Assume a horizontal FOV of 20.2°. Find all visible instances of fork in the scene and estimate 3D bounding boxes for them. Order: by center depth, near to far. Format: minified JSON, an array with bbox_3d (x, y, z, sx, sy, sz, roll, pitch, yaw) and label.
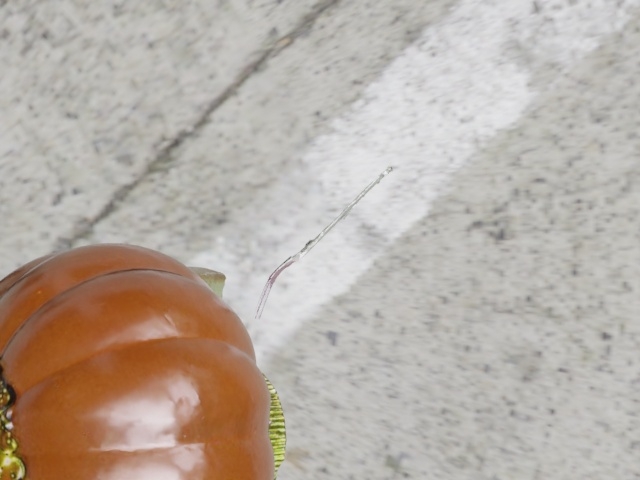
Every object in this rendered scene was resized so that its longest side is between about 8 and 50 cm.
[{"bbox_3d":[-0.001,-0.001,1.014,0.012,0.016,0.115,43,93,1],"label":"fork"}]

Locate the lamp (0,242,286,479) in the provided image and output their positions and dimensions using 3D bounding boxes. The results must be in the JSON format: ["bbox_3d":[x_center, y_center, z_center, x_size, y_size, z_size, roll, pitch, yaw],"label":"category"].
[{"bbox_3d":[-0.118,0.111,0.975,0.196,0.223,0.223,-1,90,-33],"label":"lamp"}]

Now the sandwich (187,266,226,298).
[{"bbox_3d":[-0.152,0.074,1.237,0.258,0.096,0.094,-11,105,-32],"label":"sandwich"}]
